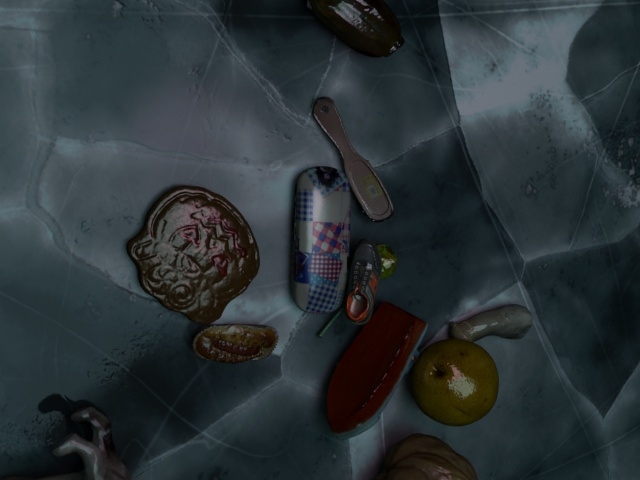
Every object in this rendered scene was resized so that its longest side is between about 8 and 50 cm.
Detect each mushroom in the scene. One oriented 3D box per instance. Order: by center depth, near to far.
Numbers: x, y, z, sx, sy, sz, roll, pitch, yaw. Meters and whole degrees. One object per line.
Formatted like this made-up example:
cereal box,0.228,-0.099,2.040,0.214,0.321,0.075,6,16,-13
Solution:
mushroom,0.420,0.210,2.048,0.223,0.092,0.081,-8,56,-26

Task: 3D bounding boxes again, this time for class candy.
candy,0.079,0.119,1.905,0.077,0.073,0.262,41,86,-4

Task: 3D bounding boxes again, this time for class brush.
brush,0.074,-0.184,1.868,0.072,0.067,0.313,-26,103,20

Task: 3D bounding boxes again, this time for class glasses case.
glasses case,0.000,0.000,1.841,0.125,0.076,0.328,0,95,-22

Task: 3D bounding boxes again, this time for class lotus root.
lotus root,0.074,-0.488,1.794,0.241,0.123,0.124,34,111,-26

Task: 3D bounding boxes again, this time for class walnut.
walnut,0.244,0.612,1.921,0.285,0.285,0.296,55,38,-19

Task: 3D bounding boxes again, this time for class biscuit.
biscuit,-0.262,0.027,1.747,0.273,0.049,0.257,45,78,-20

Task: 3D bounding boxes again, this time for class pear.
pear,0.308,0.327,1.944,0.208,0.209,0.209,-3,97,-23

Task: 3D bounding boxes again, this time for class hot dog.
hot dog,-0.184,0.219,1.789,0.192,0.053,0.099,7,113,-28

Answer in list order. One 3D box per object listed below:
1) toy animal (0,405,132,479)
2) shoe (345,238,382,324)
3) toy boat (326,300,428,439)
toy animal,-0.505,0.545,1.619,0.344,0.194,0.303,-34,103,-11
shoe,0.094,0.092,1.838,0.074,0.077,0.195,8,89,8
toy boat,0.124,0.310,1.906,0.332,0.145,0.133,-56,141,-8
